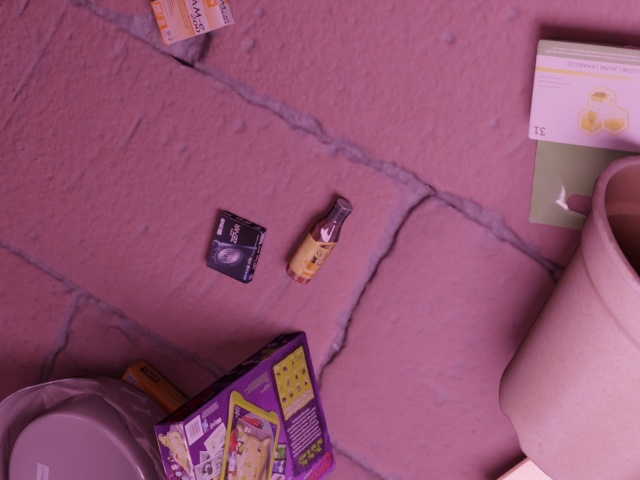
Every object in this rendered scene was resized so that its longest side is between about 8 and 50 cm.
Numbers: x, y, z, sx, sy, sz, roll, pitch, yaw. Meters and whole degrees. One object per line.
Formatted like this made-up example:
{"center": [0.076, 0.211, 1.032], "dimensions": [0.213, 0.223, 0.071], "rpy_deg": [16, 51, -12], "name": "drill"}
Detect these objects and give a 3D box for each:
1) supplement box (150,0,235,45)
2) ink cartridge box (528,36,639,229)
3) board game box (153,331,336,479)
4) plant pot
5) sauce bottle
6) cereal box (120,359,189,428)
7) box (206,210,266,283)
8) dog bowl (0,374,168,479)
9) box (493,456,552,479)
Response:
{"center": [-0.170, -0.304, 1.761], "dimensions": [0.098, 0.036, 0.062], "rpy_deg": [-14, 99, 26], "name": "supplement box"}
{"center": [0.336, -0.118, 1.584], "dimensions": [0.171, 0.056, 0.235], "rpy_deg": [10, 106, 20], "name": "ink cartridge box"}
{"center": [-0.087, 0.269, 1.710], "dimensions": [0.056, 0.347, 0.208], "rpy_deg": [-12, 99, 27], "name": "board game box"}
{"center": [0.371, 0.127, 1.511], "dimensions": [0.334, 0.334, 0.305], "rpy_deg": [40, 127, 9], "name": "plant pot"}
{"center": [0.000, 0.000, 1.768], "dimensions": [0.042, 0.042, 0.128], "rpy_deg": [38, 118, 10], "name": "sauce bottle"}
{"center": [-0.268, 0.320, 1.970], "dimensions": [0.173, 0.047, 0.240], "rpy_deg": [39, 116, 10], "name": "cereal box"}
{"center": [-0.117, 0.010, 1.835], "dimensions": [0.067, 0.018, 0.083], "rpy_deg": [24, 113, 15], "name": "box"}
{"center": [-0.332, 0.355, 1.925], "dimensions": [0.348, 0.102, 0.349], "rpy_deg": [7, 106, 24], "name": "dog bowl"}
{"center": [0.331, 0.329, 1.686], "dimensions": [0.201, 0.021, 0.164], "rpy_deg": [-37, 86, 6], "name": "box"}
